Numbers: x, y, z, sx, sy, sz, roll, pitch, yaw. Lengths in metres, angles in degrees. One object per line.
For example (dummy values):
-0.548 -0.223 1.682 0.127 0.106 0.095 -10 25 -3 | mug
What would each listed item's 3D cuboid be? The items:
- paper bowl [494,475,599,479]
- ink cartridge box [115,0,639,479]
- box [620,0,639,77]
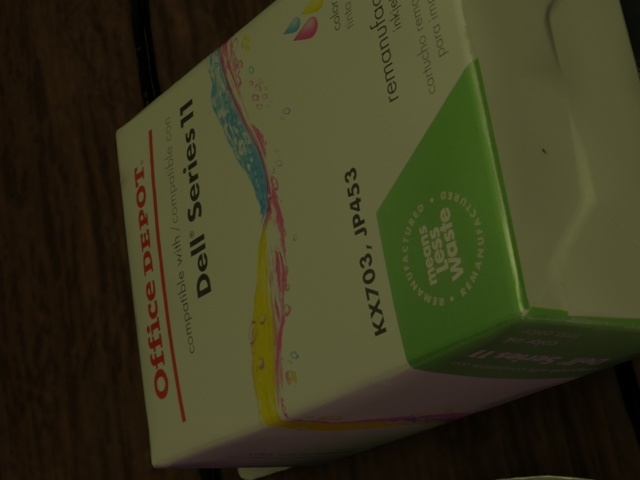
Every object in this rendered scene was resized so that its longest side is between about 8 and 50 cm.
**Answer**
0.118 0.261 0.640 0.284 0.148 0.284 -5 73 15 | paper bowl
0.000 0.000 0.665 0.353 0.119 0.207 -30 62 47 | ink cartridge box
0.153 -0.044 0.714 0.093 0.156 0.158 -14 71 10 | box
